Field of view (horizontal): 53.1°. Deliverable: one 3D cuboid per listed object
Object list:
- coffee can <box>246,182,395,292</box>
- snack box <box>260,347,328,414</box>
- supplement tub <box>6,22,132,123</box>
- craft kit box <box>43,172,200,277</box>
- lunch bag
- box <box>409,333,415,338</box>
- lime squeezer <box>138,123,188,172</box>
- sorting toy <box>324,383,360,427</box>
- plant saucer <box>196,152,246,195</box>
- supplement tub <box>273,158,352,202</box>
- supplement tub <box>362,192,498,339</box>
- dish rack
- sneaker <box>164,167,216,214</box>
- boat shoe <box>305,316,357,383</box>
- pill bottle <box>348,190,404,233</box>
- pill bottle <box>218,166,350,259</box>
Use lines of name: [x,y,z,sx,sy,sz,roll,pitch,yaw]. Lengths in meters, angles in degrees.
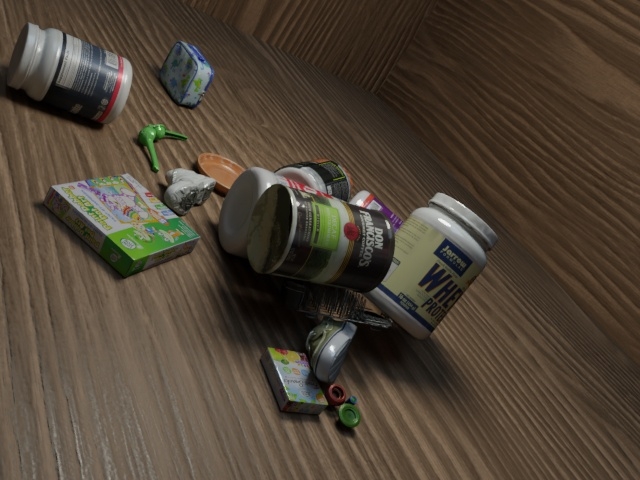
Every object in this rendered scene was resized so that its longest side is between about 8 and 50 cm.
coffee can: [0.000,0.000,1.452,0.275,0.201,0.201,13,31,-32]
snack box: [-0.055,0.287,1.311,0.100,0.037,0.141,16,30,-36]
supplement tub: [-0.656,-0.436,1.687,0.272,0.191,0.191,17,29,-36]
craft kit box: [-0.431,-0.043,1.420,0.250,0.061,0.246,39,26,10]
lunch bag: [-0.466,-0.582,2.237,0.090,0.176,0.219,9,34,-45]
box: [0.220,0.121,1.835,0.290,0.169,0.087,42,27,12]
lime squeezer: [-0.461,-0.293,1.848,0.110,0.059,0.310,31,23,-10]
sorting toy: [0.044,0.348,1.337,0.061,0.042,0.102,-11,60,-39]
plant saucer: [-0.282,-0.188,1.911,0.200,0.037,0.200,29,23,-14]
supplement tub: [-0.024,-0.152,1.988,0.193,0.193,0.316,40,24,12]
supplement tub: [0.272,0.064,1.638,0.235,0.325,0.235,39,-1,1]
dish rack: [0.037,0.145,1.520,0.271,0.074,0.208,13,4,-8]
sneaker: [-0.365,-0.135,1.660,0.115,0.090,0.232,30,14,4]
boat shoe: [0.013,0.236,1.420,0.094,0.109,0.302,21,6,8]
pill bottle: [0.194,0.007,1.981,0.323,0.181,0.181,41,24,1]
pill bottle: [-0.041,-0.022,1.677,0.407,0.229,0.229,19,28,-33]
